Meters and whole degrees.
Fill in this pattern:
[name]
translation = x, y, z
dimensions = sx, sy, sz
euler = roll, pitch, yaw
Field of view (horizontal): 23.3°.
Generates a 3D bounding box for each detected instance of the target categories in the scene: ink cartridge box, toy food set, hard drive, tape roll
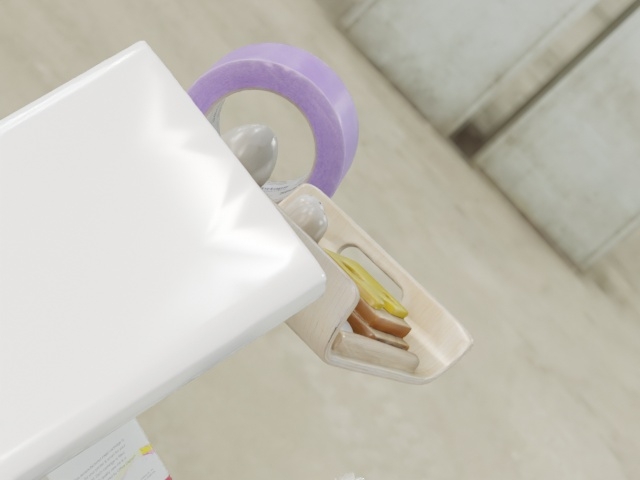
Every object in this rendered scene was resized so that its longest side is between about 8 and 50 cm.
[ink cartridge box]
translation = -0.260, 0.269, 1.812
dimensions = 0.072, 0.127, 0.175
euler = 14, -43, 52
[toy food set]
translation = 0.000, 0.000, 1.210
dimensions = 0.220, 0.092, 0.306
euler = 44, 8, 22
[hard drive]
translation = -0.180, 0.032, 0.920
dimensions = 0.203, 0.307, 0.040
euler = 52, -17, 20
[tape roll]
translation = -0.058, -0.110, 1.648
dimensions = 0.189, 0.189, 0.080
euler = 44, 22, -5

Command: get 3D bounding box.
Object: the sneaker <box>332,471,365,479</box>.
[sneaker]
translation = 0.012, 0.207, 1.170
dimensions = 0.054, 0.061, 0.152
euler = 40, -20, -22
